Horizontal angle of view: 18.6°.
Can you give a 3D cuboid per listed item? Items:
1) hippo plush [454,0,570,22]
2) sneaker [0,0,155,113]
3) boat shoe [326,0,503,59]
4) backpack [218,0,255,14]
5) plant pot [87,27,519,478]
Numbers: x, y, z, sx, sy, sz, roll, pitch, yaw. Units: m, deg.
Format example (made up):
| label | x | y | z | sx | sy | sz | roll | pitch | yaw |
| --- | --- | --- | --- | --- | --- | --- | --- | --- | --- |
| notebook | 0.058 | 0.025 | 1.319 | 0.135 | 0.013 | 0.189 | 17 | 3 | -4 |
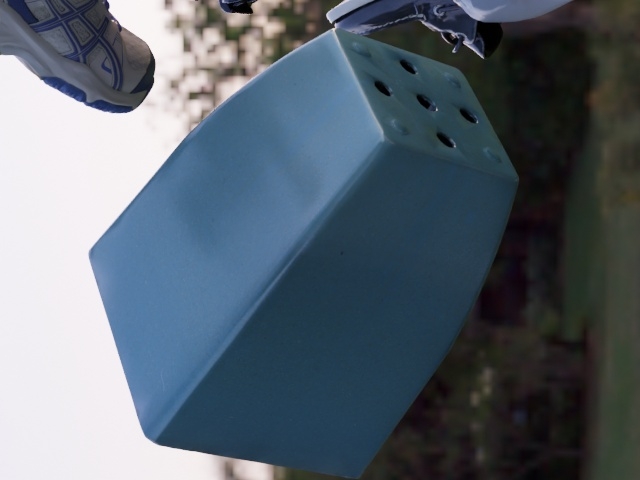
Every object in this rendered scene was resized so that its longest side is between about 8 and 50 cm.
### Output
| label | x | y | z | sx | sy | sz | roll | pitch | yaw |
| --- | --- | --- | --- | --- | --- | --- | --- | --- | --- |
| hippo plush | 0.134 | -0.266 | 1.195 | 0.234 | 0.294 | 0.237 | 30 | 138 | 52 |
| sneaker | -0.206 | -0.194 | 1.530 | 0.131 | 0.112 | 0.296 | -57 | -31 | 7 |
| boat shoe | 0.164 | -0.240 | 1.947 | 0.113 | 0.340 | 0.127 | 68 | -153 | -8 |
| backpack | -0.015 | -0.306 | 1.537 | 0.276 | 0.263 | 0.213 | -46 | -60 | -84 |
| plant pot | 0.000 | 0.000 | 1.190 | 0.234 | 0.165 | 0.166 | -52 | 42 | 30 |
